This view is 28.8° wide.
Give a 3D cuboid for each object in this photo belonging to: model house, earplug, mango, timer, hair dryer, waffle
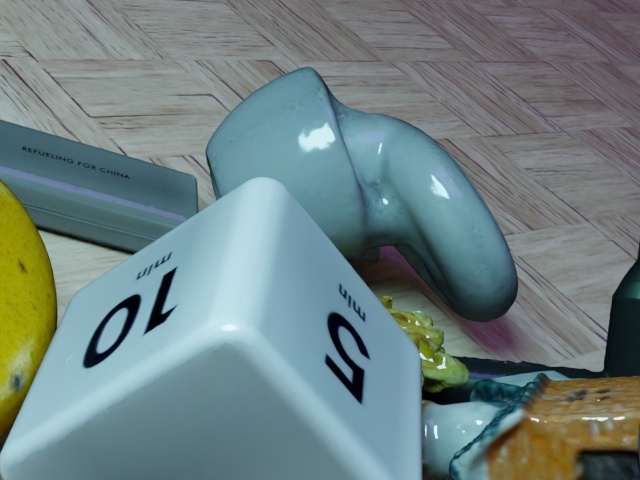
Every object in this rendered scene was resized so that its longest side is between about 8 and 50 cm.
[{"bbox_3d":[0.183,0.191,0.927,0.301,0.190,0.271,-1,6,20],"label":"model house"},{"bbox_3d":[0.047,-0.031,1.178,0.325,0.175,0.214,28,0,-11],"label":"earplug"},{"bbox_3d":[-0.279,0.036,0.869,0.191,0.160,0.290,10,35,-42],"label":"mango"},{"bbox_3d":[-0.059,0.109,0.810,0.194,0.192,0.195,51,21,-20],"label":"timer"},{"bbox_3d":[0.213,0.090,1.097,0.302,0.244,0.116,5,-5,0],"label":"hair dryer"},{"bbox_3d":[-0.007,0.081,1.042,0.243,0.058,0.238,1,12,-20],"label":"waffle"}]

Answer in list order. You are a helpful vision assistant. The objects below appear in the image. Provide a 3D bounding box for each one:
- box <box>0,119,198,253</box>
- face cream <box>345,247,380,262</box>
[{"bbox_3d":[-0.234,-0.051,1.147,0.244,0.055,0.103,16,30,-16],"label":"box"},{"bbox_3d":[0.000,0.000,1.265,0.130,0.034,0.034,13,30,-22],"label":"face cream"}]
